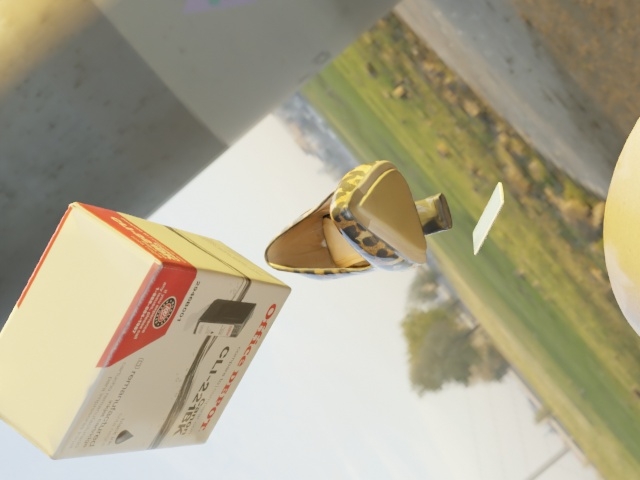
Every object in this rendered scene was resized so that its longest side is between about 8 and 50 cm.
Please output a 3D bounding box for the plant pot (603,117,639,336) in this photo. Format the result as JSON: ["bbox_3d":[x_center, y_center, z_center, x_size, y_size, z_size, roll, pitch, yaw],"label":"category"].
[{"bbox_3d":[0.320,0.031,0.585,0.256,0.256,0.274,48,-171,-24],"label":"plant pot"}]

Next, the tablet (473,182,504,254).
[{"bbox_3d":[0.210,-0.027,1.421,0.006,0.083,0.054,18,-148,-7],"label":"tablet"}]

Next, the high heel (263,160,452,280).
[{"bbox_3d":[0.000,0.000,0.990,0.261,0.186,0.093,2,-107,-70],"label":"high heel"}]

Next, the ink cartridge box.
[{"bbox_3d":[-0.166,0.091,1.077,0.114,0.197,0.273,32,-174,22],"label":"ink cartridge box"}]
